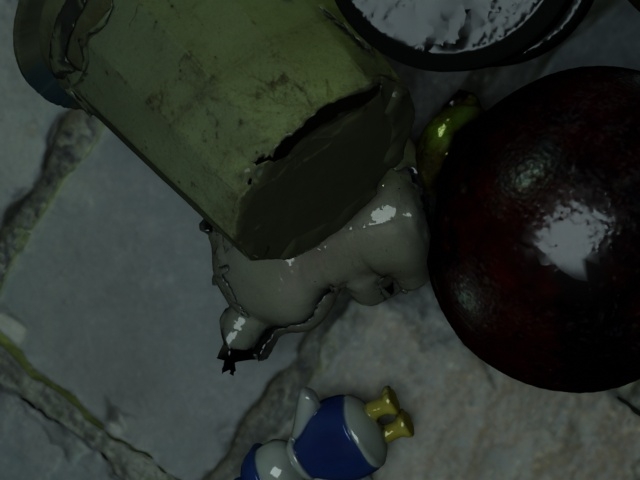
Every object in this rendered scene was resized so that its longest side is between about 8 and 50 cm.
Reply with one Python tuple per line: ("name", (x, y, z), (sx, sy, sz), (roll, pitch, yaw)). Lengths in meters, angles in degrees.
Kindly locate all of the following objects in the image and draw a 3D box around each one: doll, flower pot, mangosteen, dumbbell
("doll", (0.000, 0.000, 1.034), (0.192, 0.095, 0.149), (-17, 95, 12))
("flower pot", (-0.053, -0.110, 0.942), (0.202, 0.212, 0.212), (45, 105, 26))
("doll", (-0.003, 0.152, 1.073), (0.143, 0.058, 0.099), (-28, 111, 16))
("mangosteen", (0.153, -0.014, 0.936), (0.216, 0.216, 0.216), (2, 97, 13))
("dumbbell", (0.096, -0.182, 0.924), (0.152, 0.218, 0.153), (2, 97, 13))

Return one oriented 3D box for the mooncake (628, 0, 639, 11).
("mooncake", (0.355, -0.220, 0.880), (0.378, 0.201, 0.379), (1, 94, 9))
